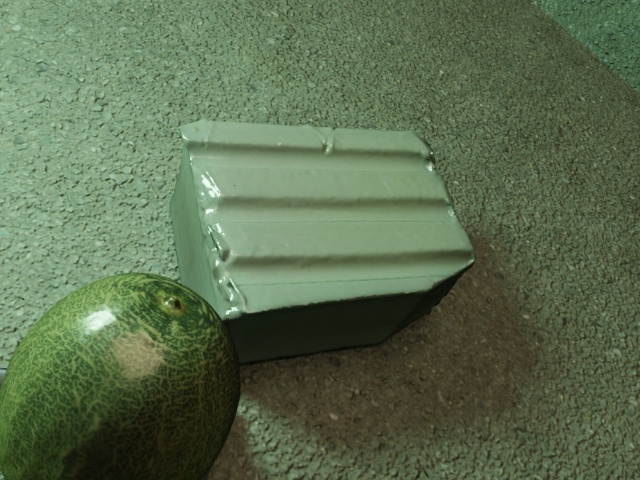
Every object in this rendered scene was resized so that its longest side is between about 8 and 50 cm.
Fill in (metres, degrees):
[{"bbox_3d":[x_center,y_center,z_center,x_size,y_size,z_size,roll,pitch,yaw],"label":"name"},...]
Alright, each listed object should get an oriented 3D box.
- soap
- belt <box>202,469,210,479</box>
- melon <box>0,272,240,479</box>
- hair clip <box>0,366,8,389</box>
[{"bbox_3d":[0.000,0.000,1.146,0.435,0.213,0.350,-4,54,-26],"label":"soap"},{"bbox_3d":[-0.165,0.291,0.942,0.053,0.071,0.232,20,48,1],"label":"belt"},{"bbox_3d":[-0.226,0.186,0.815,0.248,0.329,0.249,26,28,-15],"label":"melon"},{"bbox_3d":[-0.353,0.186,0.934,0.278,0.090,0.137,-8,92,-25],"label":"hair clip"}]
